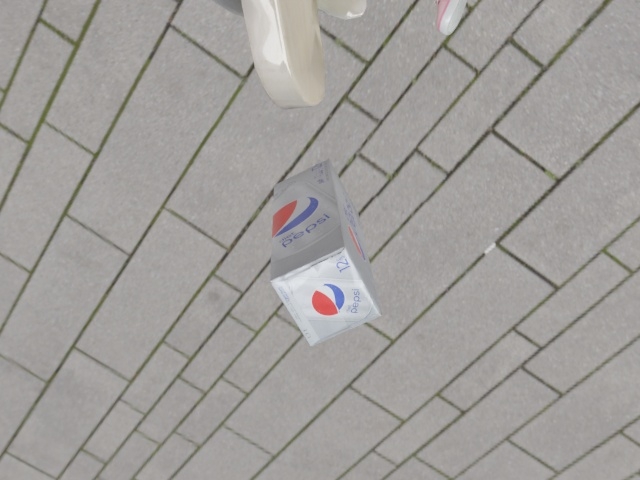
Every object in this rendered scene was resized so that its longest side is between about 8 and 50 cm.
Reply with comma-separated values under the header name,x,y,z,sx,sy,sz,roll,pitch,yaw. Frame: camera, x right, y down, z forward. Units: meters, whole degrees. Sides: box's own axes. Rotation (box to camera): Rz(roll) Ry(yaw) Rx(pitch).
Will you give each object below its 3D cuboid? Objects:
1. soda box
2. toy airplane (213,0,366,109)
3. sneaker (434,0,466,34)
name,x,y,z,sx,sy,sz,roll,pitch,yaw
soda box,0.000,0.000,0.817,0.091,0.286,0.098,-25,115,9
toy airplane,-0.051,-0.328,0.380,0.272,0.386,0.384,5,154,41
sneaker,0.146,-0.310,0.807,0.070,0.134,0.051,17,159,13
